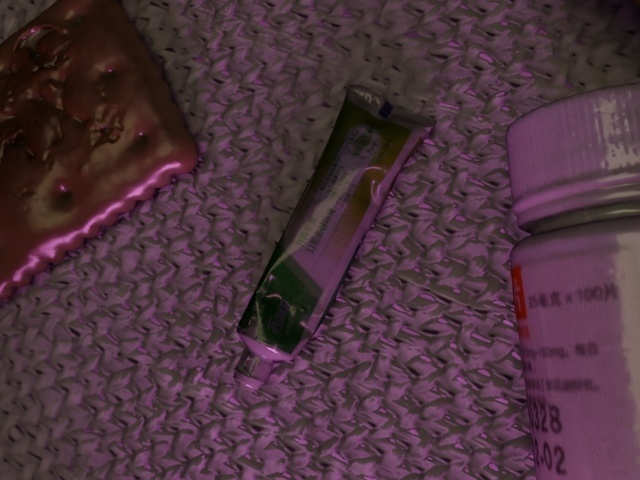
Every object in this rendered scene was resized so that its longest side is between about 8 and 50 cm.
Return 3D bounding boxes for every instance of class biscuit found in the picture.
[{"bbox_3d":[-0.278,-0.072,0.644,0.325,0.044,0.217,-32,74,10],"label":"biscuit"}]

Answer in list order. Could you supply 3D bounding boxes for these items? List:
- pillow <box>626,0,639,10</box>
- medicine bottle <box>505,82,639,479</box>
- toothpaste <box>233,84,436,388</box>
[{"bbox_3d":[0.329,-0.215,0.447,0.312,0.119,0.310,-41,70,1],"label":"pillow"},{"bbox_3d":[0.192,0.041,0.445,0.145,0.144,0.252,-6,84,15],"label":"medicine bottle"},{"bbox_3d":[0.000,0.000,0.557,0.078,0.047,0.248,27,88,13],"label":"toothpaste"}]
